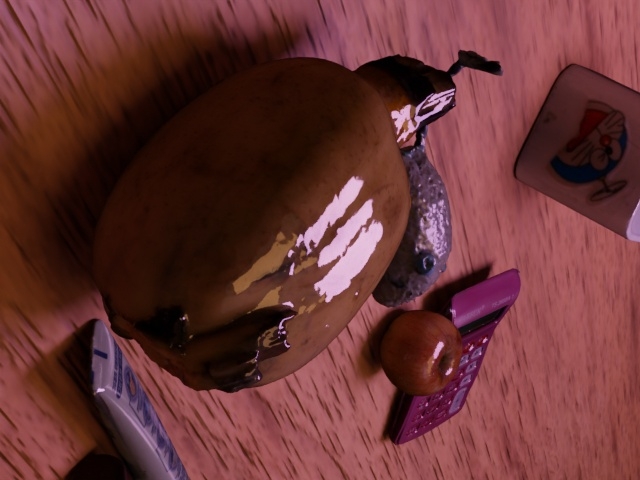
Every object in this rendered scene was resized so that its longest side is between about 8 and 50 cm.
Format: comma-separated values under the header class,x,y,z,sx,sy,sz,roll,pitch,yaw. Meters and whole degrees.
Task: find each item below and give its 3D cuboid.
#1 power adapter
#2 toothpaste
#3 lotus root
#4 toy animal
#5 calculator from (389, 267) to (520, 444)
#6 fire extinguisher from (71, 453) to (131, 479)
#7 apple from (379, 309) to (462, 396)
class,x,y,z,sx,sy,sz,roll,pitch,yaw
power adapter,0.314,-0.068,1.495,0.125,0.205,0.130,7,110,-59
toothpaste,-0.136,0.144,1.166,0.239,0.039,0.062,75,12,-54
lotus root,-0.021,-0.033,1.047,0.310,0.182,0.183,-47,149,-25
toy animal,0.087,-0.055,1.283,0.070,0.079,0.253,-53,162,-58
calculator,0.131,0.117,1.569,0.126,0.034,0.190,-21,140,-49
fire extinguisher,-0.155,0.223,1.213,0.064,0.043,0.158,-25,142,-10
apple,0.092,0.104,1.457,0.084,0.071,0.084,-33,135,-41
